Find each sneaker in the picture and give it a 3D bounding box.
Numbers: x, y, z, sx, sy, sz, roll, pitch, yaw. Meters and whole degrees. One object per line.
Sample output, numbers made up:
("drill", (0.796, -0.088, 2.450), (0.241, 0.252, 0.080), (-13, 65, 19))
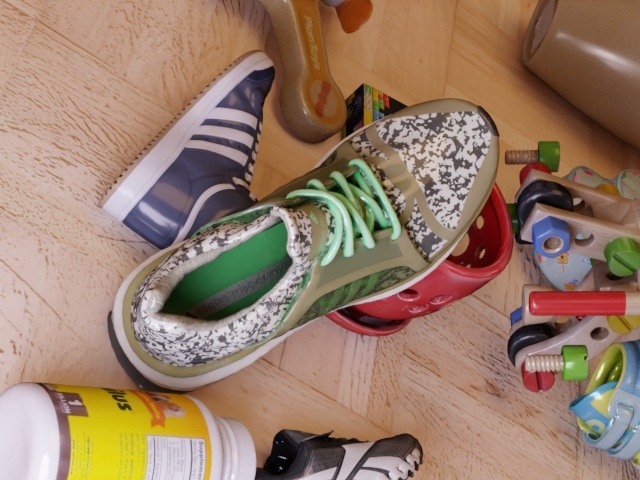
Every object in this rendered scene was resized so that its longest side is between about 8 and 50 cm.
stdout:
("sneaker", (-0.090, -0.071, 1.530), (0.153, 0.099, 0.282), (41, 47, -2))
("sneaker", (0.008, 0.212, 1.414), (0.234, 0.078, 0.106), (-25, 80, -47))
("sneaker", (0.000, 0.000, 1.347), (0.410, 0.182, 0.158), (-34, 86, -11))
("sneaker", (0.381, 0.256, 1.703), (0.208, 0.127, 0.318), (5, 67, -19))

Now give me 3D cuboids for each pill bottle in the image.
("pill bottle", (-0.163, 0.182, 1.253), (0.215, 0.117, 0.117), (10, 53, -38))

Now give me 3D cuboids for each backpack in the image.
("backpack", (0.350, -0.005, 1.847), (0.188, 0.144, 0.165), (16, 55, -29))

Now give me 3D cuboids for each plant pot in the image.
("plant pot", (0.424, -0.252, 2.054), (0.274, 0.256, 0.256), (20, 46, -9))
("plant pot", (0.078, -0.003, 1.572), (0.191, 0.174, 0.191), (23, 46, -26))

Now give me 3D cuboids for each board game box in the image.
("board game box", (0.092, -0.082, 1.746), (0.141, 0.048, 0.170), (24, 46, -25))

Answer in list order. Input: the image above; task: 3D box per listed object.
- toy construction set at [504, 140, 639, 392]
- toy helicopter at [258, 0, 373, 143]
("toy construction set", (0.320, 0.045, 1.571), (0.237, 0.257, 0.309), (0, 13, 3))
("toy helicopter", (-0.023, -0.278, 1.766), (0.235, 0.140, 0.355), (9, 64, -48))
